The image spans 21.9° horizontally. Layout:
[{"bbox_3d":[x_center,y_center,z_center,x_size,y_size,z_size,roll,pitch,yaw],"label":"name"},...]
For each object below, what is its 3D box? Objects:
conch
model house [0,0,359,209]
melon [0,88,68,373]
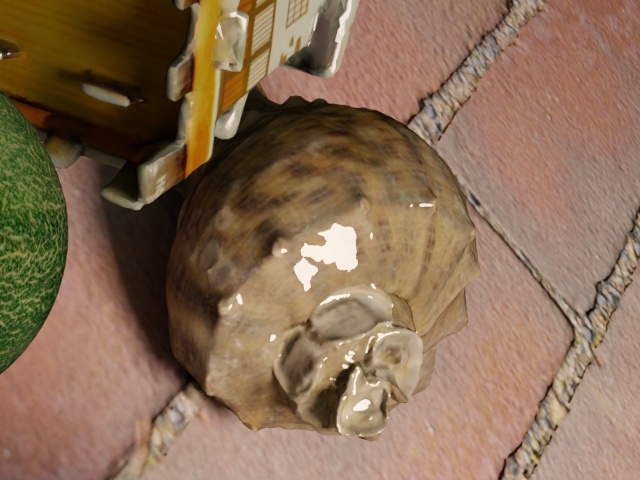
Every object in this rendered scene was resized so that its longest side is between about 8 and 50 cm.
[{"bbox_3d":[0.011,-0.006,0.948,0.210,0.159,0.291,22,44,-36],"label":"conch"},{"bbox_3d":[-0.107,-0.160,0.857,0.224,0.198,0.215,18,35,17],"label":"model house"},{"bbox_3d":[-0.213,-0.004,0.668,0.288,0.182,0.182,-7,66,-53],"label":"melon"}]
